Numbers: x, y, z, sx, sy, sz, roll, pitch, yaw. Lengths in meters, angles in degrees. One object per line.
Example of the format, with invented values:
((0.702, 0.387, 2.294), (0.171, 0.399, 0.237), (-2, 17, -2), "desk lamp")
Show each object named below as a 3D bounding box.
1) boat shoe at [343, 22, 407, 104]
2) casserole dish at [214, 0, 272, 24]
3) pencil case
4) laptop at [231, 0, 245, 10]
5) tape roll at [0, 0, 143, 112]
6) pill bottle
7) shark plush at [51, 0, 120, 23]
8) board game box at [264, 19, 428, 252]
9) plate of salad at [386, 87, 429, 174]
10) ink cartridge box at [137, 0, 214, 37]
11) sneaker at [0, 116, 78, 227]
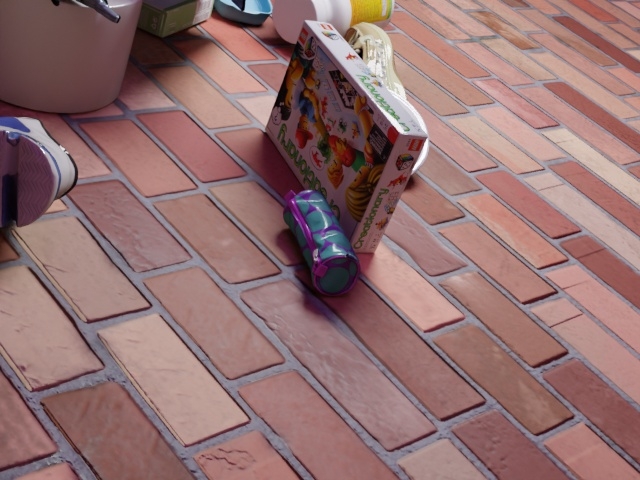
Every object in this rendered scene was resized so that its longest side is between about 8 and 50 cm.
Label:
((0.074, -0.287, 1.759), (0.089, 0.104, 0.285), (5, 39, -19), "boat shoe")
((-0.156, -0.457, 1.935), (0.114, 0.037, 0.188), (8, 34, -21), "casserole dish")
((0.000, 0.000, 1.321), (0.070, 0.064, 0.151), (31, 21, -38), "pencil case")
((-0.337, -0.452, 1.573), (0.408, 0.236, 0.382), (-12, 6, -4), "laptop")
((-0.386, -0.313, 1.455), (0.246, 0.169, 0.246), (16, 32, -10), "tape roll")
((0.021, -0.433, 1.913), (0.136, 0.136, 0.246), (36, 34, 20), "pill bottle")
((-0.332, -0.322, 1.321), (0.161, 0.073, 0.067), (40, 51, -11), "shark plush")
((0.026, -0.151, 1.443), (0.053, 0.193, 0.305), (1, 37, -31), "board game box")
((0.073, -0.166, 1.611), (0.200, 0.048, 0.199), (8, 56, -11), "plate of salad")
((-0.325, -0.440, 1.790), (0.235, 0.056, 0.171), (26, 31, 12), "ink cartridge box")
((-0.413, -0.086, 1.162), (0.316, 0.127, 0.182), (11, 8, 9), "sneaker")
